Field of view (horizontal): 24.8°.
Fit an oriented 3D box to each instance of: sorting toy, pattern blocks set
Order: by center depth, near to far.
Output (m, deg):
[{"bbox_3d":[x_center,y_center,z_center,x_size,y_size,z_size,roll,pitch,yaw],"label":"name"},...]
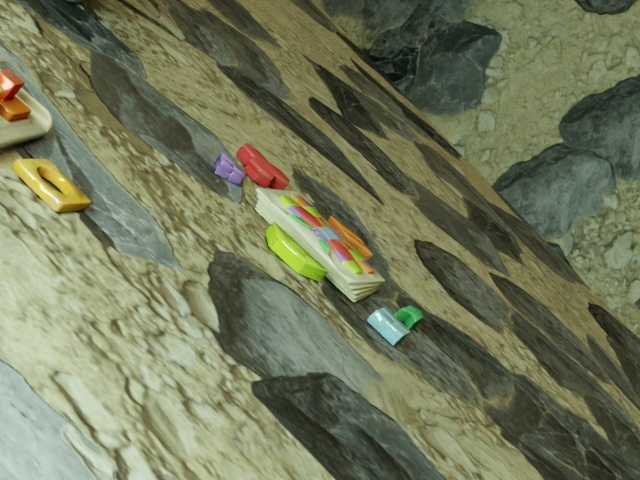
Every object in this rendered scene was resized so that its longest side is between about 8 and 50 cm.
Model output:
[{"bbox_3d":[-0.335,-0.158,1.337,0.347,0.047,0.196,41,14,-2],"label":"sorting toy"},{"bbox_3d":[0.000,0.000,1.795,0.325,0.026,0.285,42,14,0],"label":"pattern blocks set"}]

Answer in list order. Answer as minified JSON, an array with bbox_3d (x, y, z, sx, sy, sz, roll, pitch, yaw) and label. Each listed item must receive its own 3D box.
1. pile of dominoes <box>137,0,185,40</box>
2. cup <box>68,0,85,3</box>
[{"bbox_3d":[-0.325,-0.408,2.207,0.251,0.040,0.196,41,11,-39],"label":"pile of dominoes"},{"bbox_3d":[-0.313,-0.456,1.917,0.331,0.237,0.331,39,13,-11],"label":"cup"}]
